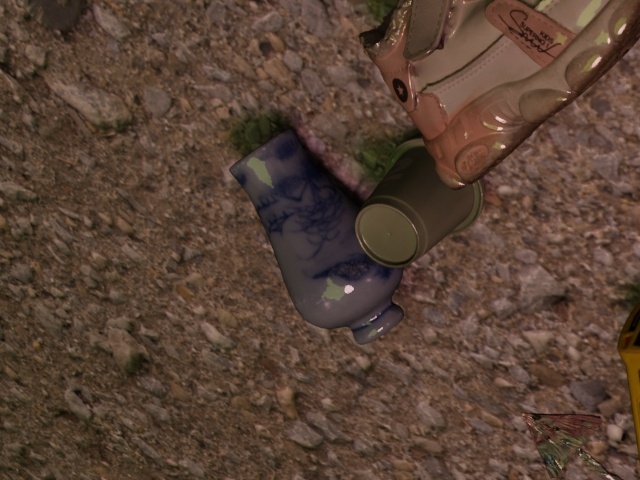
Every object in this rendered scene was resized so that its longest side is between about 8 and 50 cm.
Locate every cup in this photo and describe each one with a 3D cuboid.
[{"bbox_3d":[0.101,-0.035,1.395,0.120,0.141,0.120,19,131,24],"label":"cup"}]

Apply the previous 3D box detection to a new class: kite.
[{"bbox_3d":[0.309,0.254,1.572,0.156,0.011,0.139,35,137,7],"label":"kite"}]

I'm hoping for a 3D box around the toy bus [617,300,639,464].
[{"bbox_3d":[0.399,0.158,1.342,0.151,0.145,0.331,7,127,34],"label":"toy bus"}]

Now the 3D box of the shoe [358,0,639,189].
[{"bbox_3d":[0.172,-0.206,1.197,0.198,0.172,0.351,46,132,1],"label":"shoe"}]

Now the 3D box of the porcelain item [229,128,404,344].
[{"bbox_3d":[0.000,0.000,1.500,0.141,0.141,0.259,-33,94,44],"label":"porcelain item"}]
